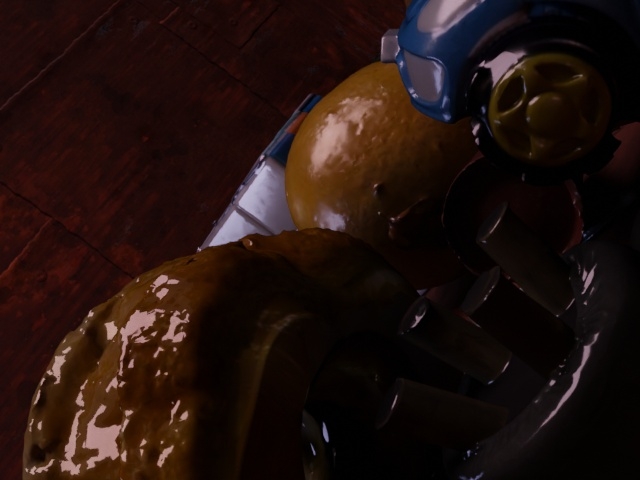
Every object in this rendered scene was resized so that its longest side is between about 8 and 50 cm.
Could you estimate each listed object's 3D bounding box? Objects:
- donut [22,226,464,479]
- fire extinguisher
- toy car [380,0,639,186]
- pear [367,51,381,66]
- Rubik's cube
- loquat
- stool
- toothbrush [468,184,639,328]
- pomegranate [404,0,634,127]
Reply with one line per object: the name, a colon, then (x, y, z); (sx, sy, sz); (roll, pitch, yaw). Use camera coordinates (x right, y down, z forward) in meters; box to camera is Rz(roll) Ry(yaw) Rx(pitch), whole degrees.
donut: (-0.012, 0.132, 0.499); (0.160, 0.330, 0.330); (-32, 17, 36)
fire extinguisher: (0.205, -0.062, 0.762); (0.147, 0.106, 0.337); (-25, 6, 22)
toy car: (0.187, -0.130, 0.421); (0.198, 0.314, 0.166); (-58, -33, -65)
pear: (0.220, -0.208, 1.237); (0.255, 0.238, 0.164); (-27, -17, -33)
Rubik's cube: (0.000, 0.000, 1.290); (0.291, 0.292, 0.290); (-53, 5, 31)
loquat: (0.092, -0.070, 0.981); (0.275, 0.275, 0.275); (-54, 4, 6)
stool: (0.132, 0.052, 0.449); (0.228, 0.139, 0.153); (-57, 4, -14)
toothbrush: (0.201, 0.021, 0.744); (0.016, 0.019, 0.219); (-47, -2, -46)
pomegranate: (0.194, -0.243, 0.639); (0.322, 0.322, 0.322); (-54, 4, 6)
